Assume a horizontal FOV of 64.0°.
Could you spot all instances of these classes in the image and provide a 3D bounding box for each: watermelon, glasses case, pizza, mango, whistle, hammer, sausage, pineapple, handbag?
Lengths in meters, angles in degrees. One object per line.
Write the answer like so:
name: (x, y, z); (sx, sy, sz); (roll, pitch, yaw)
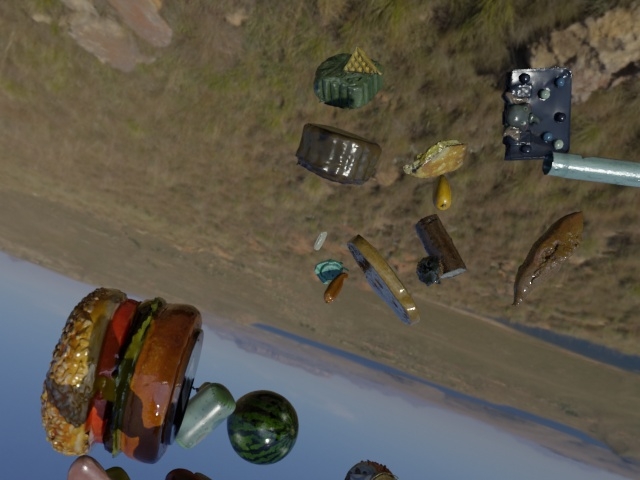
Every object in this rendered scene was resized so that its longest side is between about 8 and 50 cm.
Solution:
watermelon: (-0.227, 0.743, 2.049); (0.284, 0.286, 0.285); (19, 167, 4)
glasses case: (0.000, 0.000, 2.046); (0.021, 0.083, 0.032); (31, -172, 32)
pizza: (0.228, -0.160, 0.990); (0.159, 0.036, 0.099); (-15, 151, -37)
mango: (0.471, -0.190, 2.000); (0.066, 0.188, 0.101); (5, 142, 2)
whistle: (0.689, -0.164, 1.209); (0.311, 0.062, 0.062); (8, 167, 2)
hammer: (-0.376, 0.514, 1.637); (0.119, 0.206, 0.335); (52, 173, -9)
sausage: (0.061, 0.188, 2.085); (0.054, 0.183, 0.062); (30, 143, 8)
pineapple: (0.414, 0.113, 1.942); (0.119, 0.111, 0.237); (60, -170, 3)
handbag: (0.773, -0.456, 1.866); (0.268, 0.326, 0.118); (-5, -171, -4)

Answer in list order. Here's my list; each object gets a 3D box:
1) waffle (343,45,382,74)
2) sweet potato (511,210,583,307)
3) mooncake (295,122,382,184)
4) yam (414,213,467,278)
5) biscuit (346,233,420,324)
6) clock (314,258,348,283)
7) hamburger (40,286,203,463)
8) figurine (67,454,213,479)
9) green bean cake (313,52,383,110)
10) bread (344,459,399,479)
waffle: (0.134, -0.534, 1.624); (0.023, 0.153, 0.098); (-3, 141, -39)
sweet potato: (0.385, 0.028, 0.869); (0.060, 0.206, 0.068); (37, -178, -28)
mooncake: (0.065, -0.331, 1.987); (0.323, 0.187, 0.324); (18, -166, -5)
yam: (0.498, 0.029, 2.155); (0.130, 0.280, 0.131); (-20, 157, -9)
biscuit: (0.209, 0.131, 1.682); (0.344, 0.057, 0.287); (53, 173, 13)
clock: (0.048, 0.125, 2.164); (0.134, 0.041, 0.101); (-24, 124, 22)
hamburger: (-0.379, 0.255, 0.997); (0.249, 0.331, 0.330); (13, 168, -4)
figurine: (-0.214, 0.437, 0.735); (0.421, 0.154, 0.193); (45, 177, -20)
green bean cake: (0.098, -0.600, 1.924); (0.227, 0.223, 0.125); (23, 148, 27)
bread: (0.166, 0.843, 1.686); (0.142, 0.224, 0.212); (31, -173, -28)
